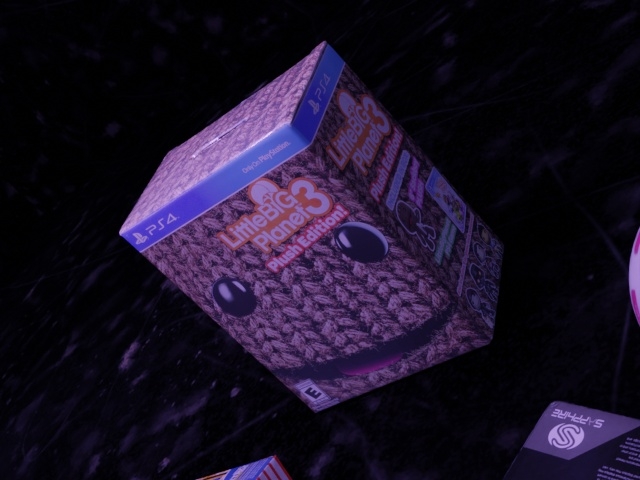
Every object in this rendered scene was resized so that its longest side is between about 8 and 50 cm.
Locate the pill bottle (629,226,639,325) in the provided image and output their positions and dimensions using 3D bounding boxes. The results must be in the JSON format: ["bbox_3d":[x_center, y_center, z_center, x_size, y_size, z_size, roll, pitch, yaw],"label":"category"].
[{"bbox_3d":[0.260,0.027,0.456,0.160,0.160,0.283,-42,-4,7],"label":"pill bottle"}]

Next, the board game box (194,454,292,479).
[{"bbox_3d":[-0.134,0.290,0.906,0.193,0.045,0.147,-26,11,38],"label":"board game box"}]

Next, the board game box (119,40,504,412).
[{"bbox_3d":[0.000,0.000,0.912,0.232,0.291,0.141,-29,26,34],"label":"board game box"}]

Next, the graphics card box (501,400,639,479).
[{"bbox_3d":[0.129,0.269,0.476,0.371,0.094,0.233,-54,23,-19],"label":"graphics card box"}]
